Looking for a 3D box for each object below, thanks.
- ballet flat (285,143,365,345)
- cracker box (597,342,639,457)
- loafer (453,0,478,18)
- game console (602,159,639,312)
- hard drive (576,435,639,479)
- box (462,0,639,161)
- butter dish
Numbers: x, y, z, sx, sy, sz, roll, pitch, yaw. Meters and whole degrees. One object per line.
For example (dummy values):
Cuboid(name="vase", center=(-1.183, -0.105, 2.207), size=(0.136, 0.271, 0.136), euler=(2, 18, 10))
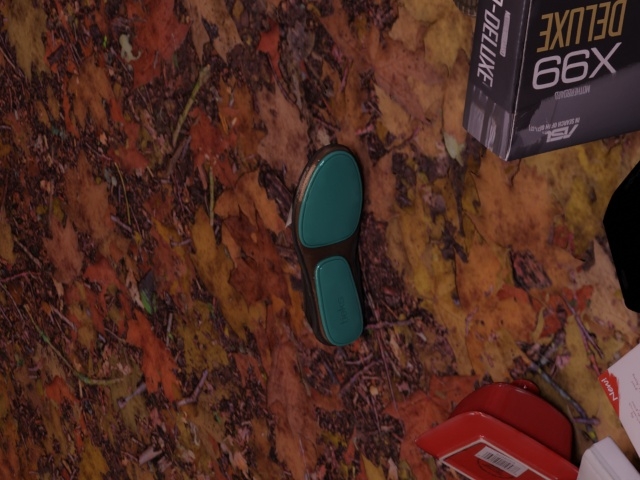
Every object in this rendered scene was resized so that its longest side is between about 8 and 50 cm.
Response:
Cuboid(name="ballet flat", center=(0.000, 0.000, 2.443), size=(0.096, 0.095, 0.280), euler=(-138, 42, -57))
Cuboid(name="cracker box", center=(0.389, 0.150, 1.931), size=(0.156, 0.067, 0.232), euler=(63, 147, 17))
Cuboid(name="loafer", center=(0.207, -0.272, 1.999), size=(0.268, 0.092, 0.102), euler=(-131, 38, -59))
Cuboid(name="game console", center=(0.364, 0.043, 1.814), size=(0.213, 0.044, 0.361), euler=(123, 148, -43))
Cuboid(name="hard drive", center=(0.371, 0.375, 2.041), size=(0.307, 0.040, 0.203), euler=(53, 161, 28))
Cuboid(name="box", center=(0.279, -0.216, 1.702), size=(0.076, 0.307, 0.242), euler=(43, 137, 46))
Cuboid(name="butter dish", center=(0.215, 0.211, 2.193), size=(0.160, 0.118, 0.160), euler=(32, 151, -13))
